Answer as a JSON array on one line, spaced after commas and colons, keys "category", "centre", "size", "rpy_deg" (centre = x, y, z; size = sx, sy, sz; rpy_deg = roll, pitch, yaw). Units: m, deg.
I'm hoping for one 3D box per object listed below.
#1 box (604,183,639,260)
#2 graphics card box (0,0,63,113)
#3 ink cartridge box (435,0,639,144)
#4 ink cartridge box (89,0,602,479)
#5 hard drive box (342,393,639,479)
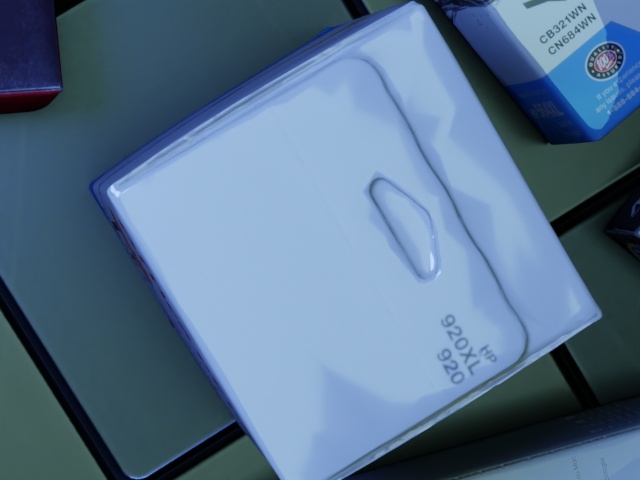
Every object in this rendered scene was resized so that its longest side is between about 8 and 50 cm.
[{"category": "box", "centre": [0.329, -0.043, 1.097], "size": [0.216, 0.060, 0.270], "rpy_deg": [38, 86, -8]}, {"category": "graphics card box", "centre": [-0.262, -0.242, 0.957], "size": [0.232, 0.094, 0.371], "rpy_deg": [-5, 92, -23]}, {"category": "ink cartridge box", "centre": [0.128, -0.175, 1.046], "size": [0.148, 0.086, 0.203], "rpy_deg": [-41, 98, -5]}, {"category": "ink cartridge box", "centre": [0.000, 0.000, 0.960], "size": [0.168, 0.232, 0.171], "rpy_deg": [-32, 96, -6]}, {"category": "hard drive box", "centre": [0.124, 0.197, 1.061], "size": [0.232, 0.089, 0.181], "rpy_deg": [-14, 95, -8]}]
